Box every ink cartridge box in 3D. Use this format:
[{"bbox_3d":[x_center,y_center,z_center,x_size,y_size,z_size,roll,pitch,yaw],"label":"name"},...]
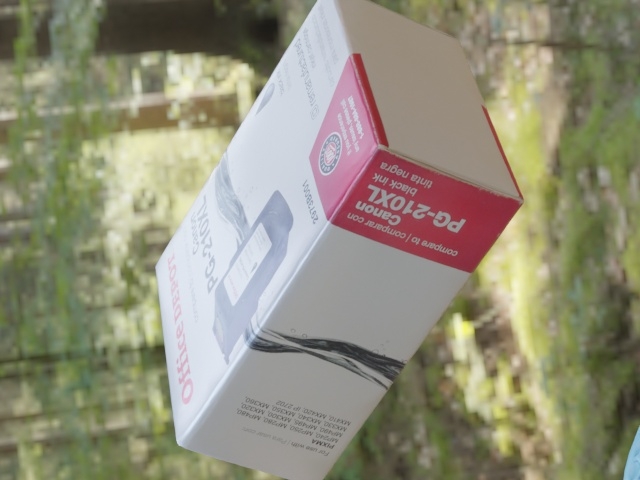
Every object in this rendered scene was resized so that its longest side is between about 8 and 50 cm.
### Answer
[{"bbox_3d":[0.000,0.000,0.983,0.237,0.100,0.172,-56,28,29],"label":"ink cartridge box"}]

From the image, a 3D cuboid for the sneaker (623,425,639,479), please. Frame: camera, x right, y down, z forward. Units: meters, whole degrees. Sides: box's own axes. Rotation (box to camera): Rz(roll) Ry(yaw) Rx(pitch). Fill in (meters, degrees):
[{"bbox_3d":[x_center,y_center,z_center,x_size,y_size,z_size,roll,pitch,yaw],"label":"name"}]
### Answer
[{"bbox_3d":[0.282,0.039,0.688,0.319,0.208,0.127,-56,17,-4],"label":"sneaker"}]
